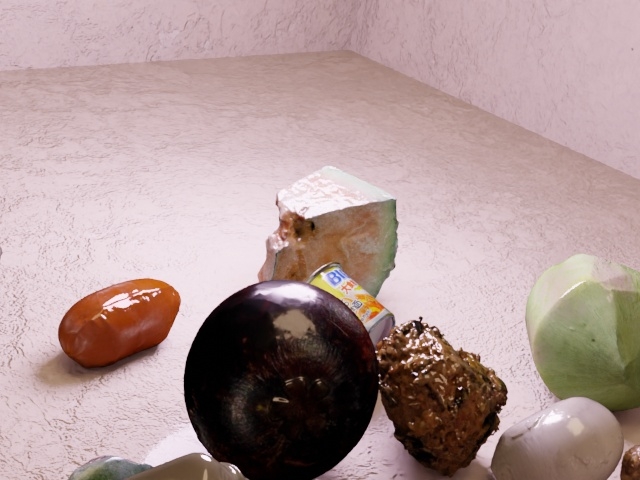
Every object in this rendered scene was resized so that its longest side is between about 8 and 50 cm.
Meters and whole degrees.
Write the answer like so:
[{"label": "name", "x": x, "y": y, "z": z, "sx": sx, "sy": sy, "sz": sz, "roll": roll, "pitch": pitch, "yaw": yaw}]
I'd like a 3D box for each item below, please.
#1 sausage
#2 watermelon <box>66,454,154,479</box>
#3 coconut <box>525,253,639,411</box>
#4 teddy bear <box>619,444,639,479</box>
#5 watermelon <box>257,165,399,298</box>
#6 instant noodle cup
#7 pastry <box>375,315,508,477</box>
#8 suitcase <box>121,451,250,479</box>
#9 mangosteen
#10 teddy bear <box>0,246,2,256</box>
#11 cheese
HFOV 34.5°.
[{"label": "sausage", "x": -0.355, "y": 0.139, "z": 1.835, "sx": 0.133, "sy": 0.133, "sz": 0.258, "roll": 27, "pitch": 29, "yaw": 30}, {"label": "watermelon", "x": -0.305, "y": 0.335, "z": 1.470, "sx": 0.139, "sy": 0.071, "sz": 0.187, "roll": 8, "pitch": -7, "yaw": 43}, {"label": "coconut", "x": 0.546, "y": 0.182, "z": 1.983, "sx": 0.328, "sy": 0.281, "sz": 0.328, "roll": 46, "pitch": 17, "yaw": -18}, {"label": "teddy bear", "x": 0.659, "y": 0.388, "z": 1.662, "sx": 0.296, "sy": 0.246, "sz": 0.222, "roll": 39, "pitch": -22, "yaw": -27}, {"label": "watermelon", "x": 0.000, "y": -0.007, "z": 2.156, "sx": 0.302, "sy": 0.264, "sz": 0.151, "roll": -5, "pitch": 28, "yaw": -25}, {"label": "instant noodle cup", "x": 0.037, "y": 0.163, "z": 1.898, "sx": 0.153, "sy": 0.205, "sz": 0.205, "roll": 32, "pitch": 30, "yaw": 20}, {"label": "pastry", "x": 0.199, "y": 0.247, "z": 1.690, "sx": 0.193, "sy": 0.275, "sz": 0.275, "roll": -28, "pitch": 23, "yaw": 11}, {"label": "suitcase", "x": -0.207, "y": 0.423, "z": 1.079, "sx": 0.339, "sy": 0.194, "sz": 0.351, "roll": -25, "pitch": 41, "yaw": 22}, {"label": "mangosteen", "x": -0.064, "y": 0.215, "z": 1.592, "sx": 0.330, "sy": 0.330, "sz": 0.330, "roll": 10, "pitch": 25, "yaw": -5}, {"label": "teddy bear", "x": -0.718, "y": 0.027, "z": 1.879, "sx": 0.267, "sy": 0.151, "sz": 0.236, "roll": 22, "pitch": 28, "yaw": 22}, {"label": "cheese", "x": 0.400, "y": 0.345, "z": 1.690, "sx": 0.198, "sy": 0.189, "sz": 0.154, "roll": -16, "pitch": 69, "yaw": -44}]
